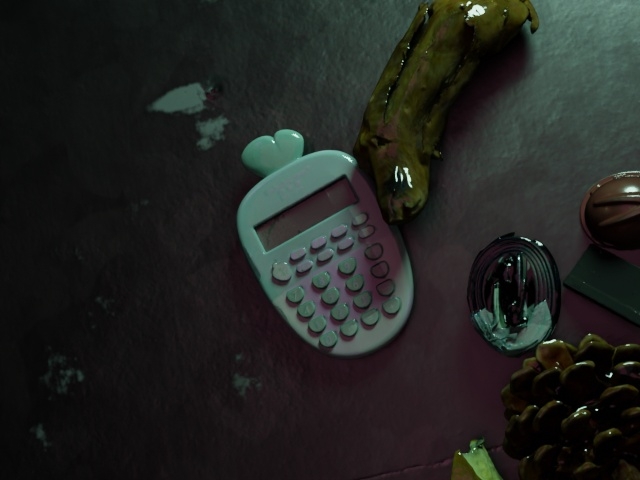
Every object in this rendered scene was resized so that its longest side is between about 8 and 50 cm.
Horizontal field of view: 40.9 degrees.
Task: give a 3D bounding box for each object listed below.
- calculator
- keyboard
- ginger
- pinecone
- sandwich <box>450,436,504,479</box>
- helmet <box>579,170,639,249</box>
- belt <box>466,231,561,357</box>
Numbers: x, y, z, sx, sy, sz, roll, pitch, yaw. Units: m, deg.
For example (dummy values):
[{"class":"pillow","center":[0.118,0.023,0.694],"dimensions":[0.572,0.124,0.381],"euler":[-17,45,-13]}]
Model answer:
[{"class":"calculator","center":[0.000,0.000,1.041],"dimensions":[0.185,0.041,0.299],"euler":[-30,80,11]},{"class":"keyboard","center":[0.351,0.069,0.910],"dimensions":[0.195,0.018,0.060],"euler":[35,88,41]},{"class":"ginger","center":[0.126,-0.169,0.990],"dimensions":[0.133,0.107,0.309],"euler":[32,91,10]},{"class":"pinecone","center":[0.286,0.203,0.855],"dimensions":[0.185,0.169,0.212],"euler":[-32,39,4]},{"class":"sandwich","center":[0.187,0.344,0.918],"dimensions":[0.128,0.122,0.236],"euler":[-35,74,6]},{"class":"helmet","center":[0.342,-0.037,0.941],"dimensions":[0.111,0.057,0.089],"euler":[-16,78,14]},{"class":"belt","center":[0.217,0.061,0.965],"dimensions":[0.105,0.058,0.140],"euler":[-4,84,18]}]
